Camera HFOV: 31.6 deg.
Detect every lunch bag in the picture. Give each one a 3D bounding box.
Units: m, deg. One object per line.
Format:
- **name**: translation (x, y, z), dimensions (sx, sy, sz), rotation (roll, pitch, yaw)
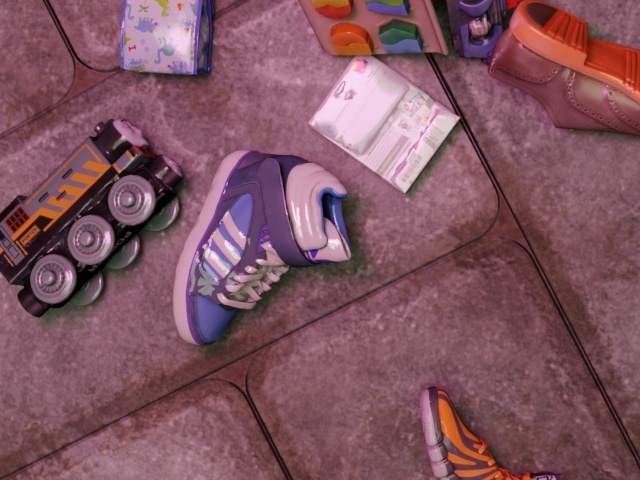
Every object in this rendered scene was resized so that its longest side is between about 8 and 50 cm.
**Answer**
- **lunch bag**: translation (-0.236, -0.334, 1.742), dimensions (0.129, 0.096, 0.151), rotation (4, 103, 9)

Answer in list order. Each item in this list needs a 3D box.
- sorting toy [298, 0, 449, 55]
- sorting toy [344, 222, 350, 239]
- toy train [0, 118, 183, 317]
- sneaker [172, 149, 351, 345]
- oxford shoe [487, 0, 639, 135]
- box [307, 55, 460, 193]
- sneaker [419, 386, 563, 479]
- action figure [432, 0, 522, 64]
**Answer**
- **sorting toy**: translation (0.066, -0.319, 1.612), dimensions (0.208, 0.193, 0.038), rotation (6, 65, 23)
- **sorting toy**: translation (0.000, 0.000, 1.757), dimensions (0.102, 0.042, 0.061), rotation (1, 78, 20)
- **toy train**: translation (-0.370, -0.037, 1.764), dimensions (0.334, 0.142, 0.190), rotation (-44, 77, 8)
- **sneaker**: translation (-0.075, 0.030, 1.688), dimensions (0.236, 0.130, 0.322), rotation (18, 90, 32)
- **oxford shoe**: translation (0.418, -0.211, 1.658), dimensions (0.364, 0.130, 0.132), rotation (31, 130, -1)
- **box**: translation (0.097, -0.182, 1.729), dimensions (0.186, 0.038, 0.145), rotation (36, 97, 4)
- **sneaker**: translation (0.266, 0.350, 1.702), dimensions (0.180, 0.124, 0.321), rotation (-19, 101, 5)
- **action figure**: translation (0.164, -0.418, 1.618), dimensions (0.330, 0.341, 0.178), rotation (-4, 51, 2)
